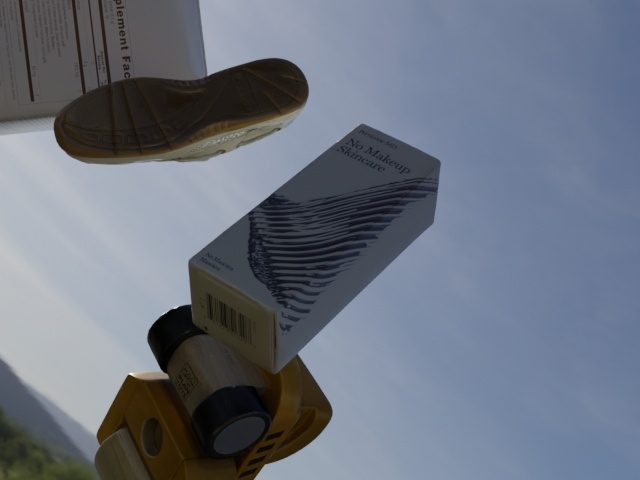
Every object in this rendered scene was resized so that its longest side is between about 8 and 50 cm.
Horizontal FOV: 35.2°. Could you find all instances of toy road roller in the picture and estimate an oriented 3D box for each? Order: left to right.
[{"bbox_3d":[-0.136,0.257,1.384,0.240,0.330,0.202,7,36,-43],"label":"toy road roller"}]

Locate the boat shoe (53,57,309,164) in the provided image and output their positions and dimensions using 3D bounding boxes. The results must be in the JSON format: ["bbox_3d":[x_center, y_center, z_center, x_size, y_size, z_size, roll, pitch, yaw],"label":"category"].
[{"bbox_3d":[-0.149,-0.124,1.112,0.096,0.276,0.098,107,-30,-66],"label":"boat shoe"}]

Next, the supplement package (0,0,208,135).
[{"bbox_3d":[-0.295,-0.240,1.279,0.177,0.292,0.176,-179,-98,-82],"label":"supplement package"}]

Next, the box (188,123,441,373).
[{"bbox_3d":[0.000,0.000,1.005,0.113,0.275,0.094,28,-41,24],"label":"box"}]
